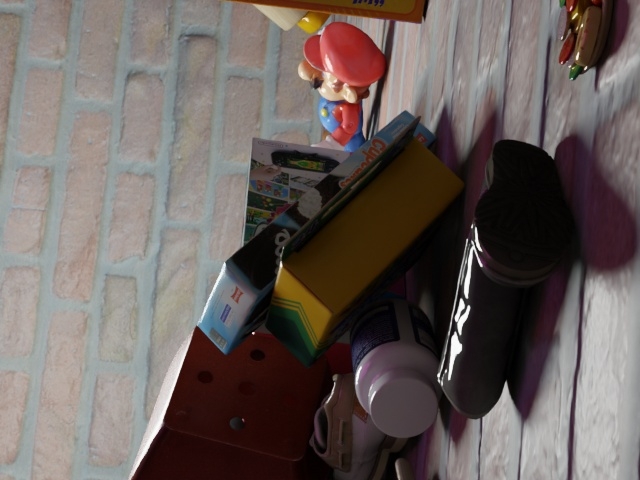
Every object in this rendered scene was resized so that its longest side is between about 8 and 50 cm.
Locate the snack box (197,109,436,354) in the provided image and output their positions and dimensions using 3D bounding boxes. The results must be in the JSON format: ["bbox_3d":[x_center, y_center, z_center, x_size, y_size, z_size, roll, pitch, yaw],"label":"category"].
[{"bbox_3d":[-0.005,-0.010,1.515,0.322,0.060,0.187,-41,-9,-28],"label":"snack box"}]

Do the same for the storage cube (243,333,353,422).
[{"bbox_3d":[-0.011,0.154,1.875,0.184,0.193,0.215,-90,6,-53],"label":"storage cube"}]

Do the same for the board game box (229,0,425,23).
[{"bbox_3d":[-0.015,-0.552,1.773,0.356,0.356,0.356,-92,9,-60],"label":"board game box"}]

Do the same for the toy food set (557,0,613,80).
[{"bbox_3d":[0.182,-0.153,0.864,0.082,0.020,0.083,118,157,-79],"label":"toy food set"}]

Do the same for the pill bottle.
[{"bbox_3d":[0.081,0.136,1.322,0.169,0.094,0.094,-94,11,-68],"label":"pill bottle"}]

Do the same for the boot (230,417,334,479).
[{"bbox_3d":[-0.109,0.413,1.811,0.367,0.146,0.445,33,-136,-44],"label":"boot"}]

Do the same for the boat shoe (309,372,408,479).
[{"bbox_3d":[0.043,0.229,1.534,0.302,0.103,0.113,108,178,-59],"label":"boat shoe"}]

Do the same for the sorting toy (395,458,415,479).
[{"bbox_3d":[0.095,0.356,1.270,0.193,0.038,0.208,-96,8,-71],"label":"sorting toy"}]

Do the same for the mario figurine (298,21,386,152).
[{"bbox_3d":[0.013,-0.253,2.205,0.198,0.170,0.320,50,156,33],"label":"mario figurine"}]

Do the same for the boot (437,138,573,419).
[{"bbox_3d":[0.128,0.050,0.946,0.190,0.076,0.208,-64,-8,-58],"label":"boot"}]

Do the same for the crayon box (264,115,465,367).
[{"bbox_3d":[0.044,0.014,1.369,0.203,0.083,0.323,-44,-9,-16],"label":"crayon box"}]

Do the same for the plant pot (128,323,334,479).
[{"bbox_3d":[-0.111,0.265,1.655,0.236,0.267,0.267,103,-178,-46],"label":"plant pot"}]

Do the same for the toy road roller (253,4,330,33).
[{"bbox_3d":[0.007,-0.527,2.092,0.329,0.202,0.240,-56,18,-9],"label":"toy road roller"}]

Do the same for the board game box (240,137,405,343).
[{"bbox_3d":[0.000,0.000,1.741,0.303,0.224,0.097,-89,9,-45],"label":"board game box"}]
